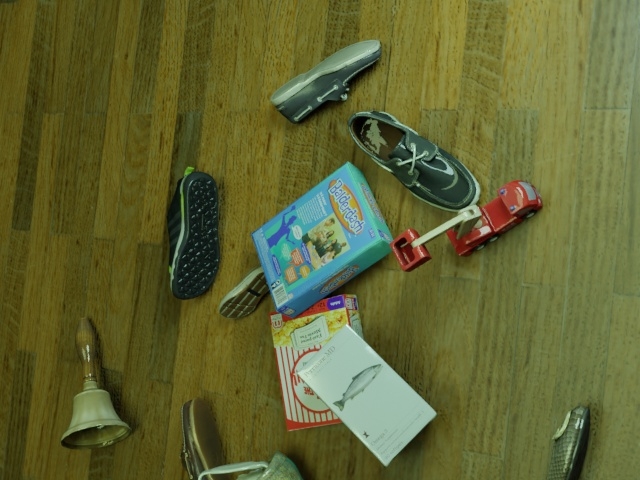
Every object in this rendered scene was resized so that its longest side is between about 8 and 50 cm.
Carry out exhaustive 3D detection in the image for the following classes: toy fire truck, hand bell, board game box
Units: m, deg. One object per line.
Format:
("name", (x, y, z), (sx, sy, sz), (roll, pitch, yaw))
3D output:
("toy fire truck", (0.205, -0.022, 1.141), (0.192, 0.135, 0.047), (-36, 68, 25))
("hand bell", (-0.438, 0.257, 1.550), (0.126, 0.126, 0.242), (-31, 59, 26))
("board game box", (0.000, 0.000, 1.291), (0.210, 0.047, 0.160), (-35, 54, 21))
("board game box", (0.003, 0.195, 1.300), (0.147, 0.045, 0.193), (-17, 77, 30))

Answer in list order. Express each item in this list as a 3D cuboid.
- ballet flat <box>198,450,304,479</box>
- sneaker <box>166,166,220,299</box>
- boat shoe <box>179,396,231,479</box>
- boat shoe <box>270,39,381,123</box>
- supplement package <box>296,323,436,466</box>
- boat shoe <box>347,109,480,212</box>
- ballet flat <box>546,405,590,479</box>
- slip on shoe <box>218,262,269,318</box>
("ballet flat", (-0.193, 0.431, 1.295), (0.349, 0.123, 0.123), (-23, 72, -1))
("sneaker", (-0.230, -0.012, 1.461), (0.097, 0.084, 0.234), (7, 88, 56))
("boat shoe", (-0.206, 0.375, 1.396), (0.073, 0.073, 0.206), (-23, 74, 23))
("boat shoe", (0.018, -0.257, 1.336), (0.206, 0.075, 0.065), (-25, 116, 22))
("supplement package", (0.066, 0.221, 1.182), (0.179, 0.105, 0.105), (44, 85, 10))
("boat shoe", (0.135, -0.119, 1.229), (0.233, 0.079, 0.084), (41, 105, 26))
("ballet flat", (0.301, 0.332, 1.087), (0.058, 0.084, 0.249), (19, 102, 30))
("slip on shoe", (-0.122, 0.082, 1.393), (0.135, 0.051, 0.041), (-47, 24, 29))
